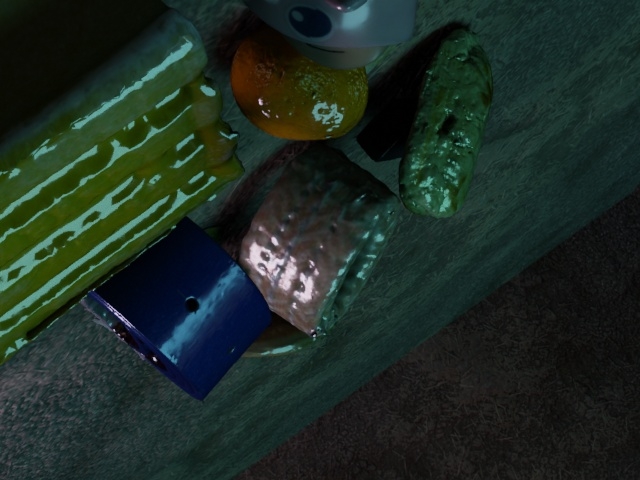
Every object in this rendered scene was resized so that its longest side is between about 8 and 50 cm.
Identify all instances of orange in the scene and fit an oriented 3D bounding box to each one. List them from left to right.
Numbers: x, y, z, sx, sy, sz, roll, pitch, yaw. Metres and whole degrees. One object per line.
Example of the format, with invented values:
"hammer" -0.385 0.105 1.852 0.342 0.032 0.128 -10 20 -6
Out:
"orange" -0.021 -0.155 1.152 0.135 0.118 0.135 -3 -168 1

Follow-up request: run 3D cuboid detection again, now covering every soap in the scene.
"soap" -0.233 -0.042 0.924 0.335 0.156 0.293 -38 161 -6

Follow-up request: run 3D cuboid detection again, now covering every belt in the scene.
"belt" -0.162 0.055 1.215 0.117 0.212 0.347 -50 179 -11

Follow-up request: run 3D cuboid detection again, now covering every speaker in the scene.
"speaker" 0.137 -0.156 1.689 0.082 0.044 0.218 -46 164 26

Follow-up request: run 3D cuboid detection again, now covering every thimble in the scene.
"thimble" 0.001 0.001 1.545 0.229 0.148 0.196 -62 169 26

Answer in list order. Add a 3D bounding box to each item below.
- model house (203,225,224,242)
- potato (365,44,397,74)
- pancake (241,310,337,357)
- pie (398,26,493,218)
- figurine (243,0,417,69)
"model house" -0.170 0.070 1.534 0.167 0.088 0.117 -46 163 23
"potato" 0.040 -0.219 1.244 0.086 0.061 0.122 -42 166 3
"pancake" -0.093 0.100 1.669 0.242 0.242 0.050 -20 114 -52
"pie" 0.169 -0.147 1.552 0.201 0.090 0.248 32 71 -71
"figurine" 0.044 -0.230 1.026 0.287 0.176 0.186 -42 150 -51
